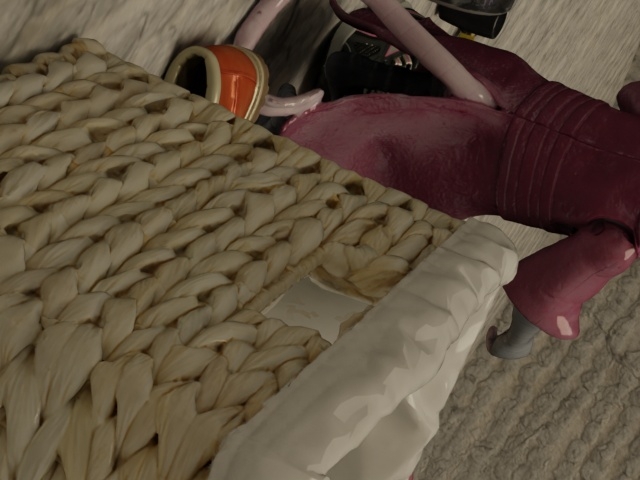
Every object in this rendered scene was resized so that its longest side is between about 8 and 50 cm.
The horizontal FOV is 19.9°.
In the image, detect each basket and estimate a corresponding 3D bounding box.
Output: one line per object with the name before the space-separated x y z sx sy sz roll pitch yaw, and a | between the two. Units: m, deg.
basket | -0.115 0.119 0.861 0.331 0.266 0.328 -67 168 23

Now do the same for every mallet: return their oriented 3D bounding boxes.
mallet | 0.138 -0.267 1.685 0.039 0.062 0.190 -56 153 -33

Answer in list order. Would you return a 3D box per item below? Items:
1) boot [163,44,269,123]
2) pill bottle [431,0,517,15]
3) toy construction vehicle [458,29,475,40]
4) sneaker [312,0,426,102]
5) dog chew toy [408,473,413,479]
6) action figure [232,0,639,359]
boot | -0.088 -0.050 1.135 0.084 0.059 0.158 -3 113 -73
pill bottle | 0.127 -0.295 1.294 0.246 0.130 0.130 -66 168 24
toy construction vehicle | 0.148 -0.181 1.910 0.098 0.035 0.086 -56 168 -25
sneaker | 0.055 -0.147 1.471 0.178 0.077 0.072 -48 161 -49
dog chew toy | -0.002 0.181 1.735 0.332 0.206 0.207 -60 174 -67
action figure | 0.157 -0.073 1.260 0.248 0.370 0.276 -61 155 -22
